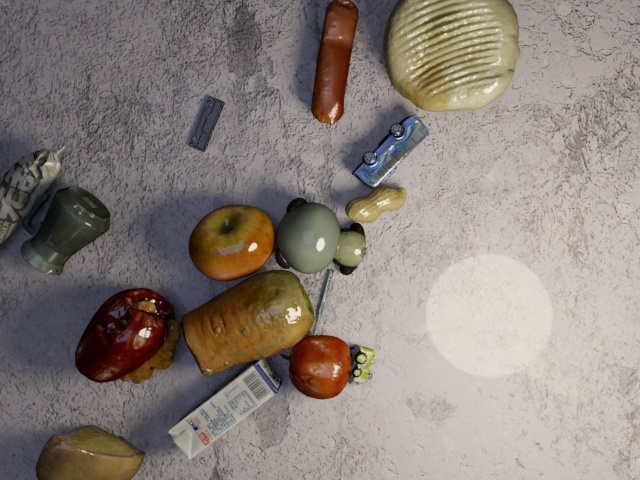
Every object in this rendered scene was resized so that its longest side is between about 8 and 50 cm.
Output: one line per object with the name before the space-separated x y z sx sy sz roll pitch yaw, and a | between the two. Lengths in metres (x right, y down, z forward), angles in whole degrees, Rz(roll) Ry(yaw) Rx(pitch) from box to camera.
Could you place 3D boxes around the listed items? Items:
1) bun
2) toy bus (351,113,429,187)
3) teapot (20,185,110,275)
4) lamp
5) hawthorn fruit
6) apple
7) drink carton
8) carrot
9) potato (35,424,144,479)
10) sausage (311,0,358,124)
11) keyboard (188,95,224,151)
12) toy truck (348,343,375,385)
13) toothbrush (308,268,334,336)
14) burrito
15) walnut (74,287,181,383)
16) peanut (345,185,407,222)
bun | 0.349 -0.517 1.806 0.365 0.219 0.365 3 100 16
toy bus | 0.194 -0.246 1.881 0.094 0.079 0.236 44 92 0
teapot | -0.719 -0.036 1.885 0.203 0.171 0.225 45 98 12
lamp | 0.000 0.000 1.851 0.244 0.198 0.197 15 91 -20
hawthorn fruit | -0.016 0.337 1.848 0.200 0.179 0.179 16 91 3
apple | -0.235 0.011 1.845 0.235 0.173 0.210 -6 47 11
drink carton | -0.260 0.461 1.880 0.315 0.130 0.106 -38 88 2
carrot | -0.192 0.217 1.827 0.341 0.224 0.224 -23 89 4
potato | -0.637 0.635 1.837 0.189 0.264 0.211 31 86 11
sausage | 0.037 -0.492 1.881 0.097 0.094 0.348 9 89 -11
keyboard | -0.324 -0.332 1.936 0.053 0.010 0.155 23 91 1
toy truck | 0.115 0.350 1.897 0.077 0.076 0.111 13 91 -20
toothbrush | 0.001 0.187 1.924 0.019 0.016 0.219 16 92 10
burrito | -0.874 -0.117 1.916 0.139 0.101 0.445 43 94 13
walnut | -0.519 0.275 1.861 0.244 0.221 0.269 37 107 -19
peanut | 0.156 -0.101 1.873 0.187 0.082 0.082 -26 89 -15
